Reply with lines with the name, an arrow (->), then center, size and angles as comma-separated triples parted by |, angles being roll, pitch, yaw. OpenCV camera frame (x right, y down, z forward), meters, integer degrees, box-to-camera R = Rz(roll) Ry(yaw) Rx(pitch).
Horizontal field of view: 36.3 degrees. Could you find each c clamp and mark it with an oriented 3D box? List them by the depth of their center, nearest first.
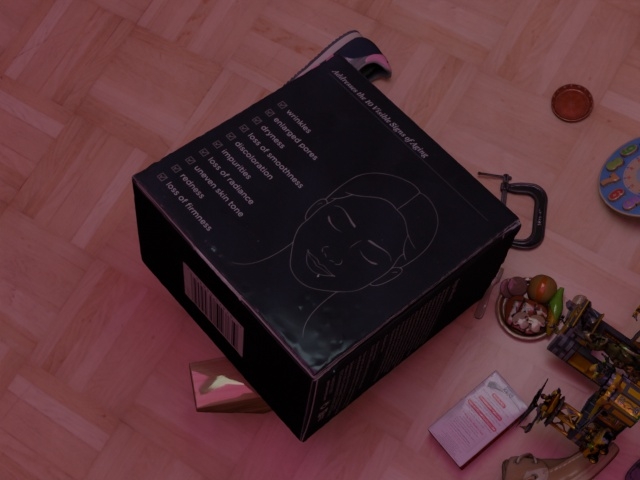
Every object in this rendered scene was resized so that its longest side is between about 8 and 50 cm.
c clamp -> 0.378, -0.058, 1.926 | 0.137, 0.022, 0.161 | 2, 70, 6

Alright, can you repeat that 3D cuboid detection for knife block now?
knife block -> -0.068, 0.242, 1.794 | 0.242, 0.275, 0.088 | -28, 65, 32

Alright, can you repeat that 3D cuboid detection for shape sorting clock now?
shape sorting clock -> 0.629, -0.128, 1.854 | 0.206, 0.040, 0.206 | -17, 44, 17

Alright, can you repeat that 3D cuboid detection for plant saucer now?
plant saucer -> 0.509, -0.277, 1.978 | 0.083, 0.013, 0.084 | -4, 70, 10

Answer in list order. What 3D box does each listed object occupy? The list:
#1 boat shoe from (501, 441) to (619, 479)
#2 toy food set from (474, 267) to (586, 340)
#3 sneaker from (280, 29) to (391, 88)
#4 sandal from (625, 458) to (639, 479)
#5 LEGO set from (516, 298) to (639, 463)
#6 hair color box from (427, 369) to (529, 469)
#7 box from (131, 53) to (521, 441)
boat shoe -> 0.359, 0.426, 1.708 | 0.341, 0.122, 0.110 | -32, 70, 0
toy food set -> 0.395, 0.123, 1.848 | 0.192, 0.038, 0.133 | 19, 76, 16
sneaker -> 0.010, -0.295, 2.022 | 0.131, 0.112, 0.319 | 41, 82, 22
sandal -> 0.607, 0.373, 1.722 | 0.067, 0.040, 0.179 | 38, 82, 20
LEGO set -> 0.469, 0.192, 1.667 | 0.192, 0.255, 0.331 | 36, 62, 10
hair color box -> 0.290, 0.329, 1.790 | 0.167, 0.053, 0.093 | -40, 68, -3
box -> 0.000, 0.000, 1.734 | 0.471, 0.297, 0.480 | -35, 68, -23
